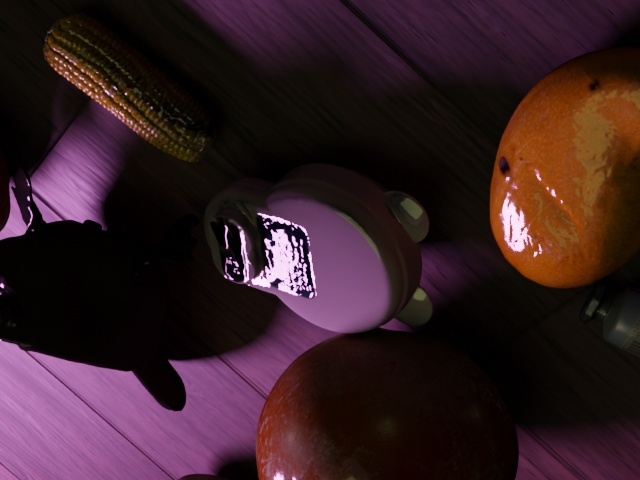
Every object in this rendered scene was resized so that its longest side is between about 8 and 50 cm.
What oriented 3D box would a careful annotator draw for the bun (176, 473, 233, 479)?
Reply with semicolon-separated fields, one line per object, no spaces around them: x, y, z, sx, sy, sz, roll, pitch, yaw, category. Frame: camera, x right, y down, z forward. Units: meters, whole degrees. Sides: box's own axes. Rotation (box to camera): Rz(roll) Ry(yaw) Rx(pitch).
-0.137;0.379;1.728;0.167;0.113;0.173;23;109;6;bun

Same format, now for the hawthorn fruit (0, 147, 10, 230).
-0.468;-0.059;1.512;0.263;0.231;0.235;58;166;34;hawthorn fruit

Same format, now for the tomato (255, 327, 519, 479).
0.064;0.199;1.389;0.270;0.270;0.222;-17;85;37;tomato

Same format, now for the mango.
0.237;-0.068;1.180;0.157;0.109;0.262;36;130;13;mango

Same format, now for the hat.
-0.239;0.047;1.520;0.238;0.209;0.336;21;173;31;hat

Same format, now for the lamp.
0.000;-0.002;1.359;0.246;0.108;0.179;12;125;23;lamp

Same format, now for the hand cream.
0.377;0.115;1.280;0.271;0.058;0.091;25;121;5;hand cream

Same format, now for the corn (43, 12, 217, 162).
-0.193;-0.156;1.376;0.203;0.072;0.072;38;134;-5;corn
